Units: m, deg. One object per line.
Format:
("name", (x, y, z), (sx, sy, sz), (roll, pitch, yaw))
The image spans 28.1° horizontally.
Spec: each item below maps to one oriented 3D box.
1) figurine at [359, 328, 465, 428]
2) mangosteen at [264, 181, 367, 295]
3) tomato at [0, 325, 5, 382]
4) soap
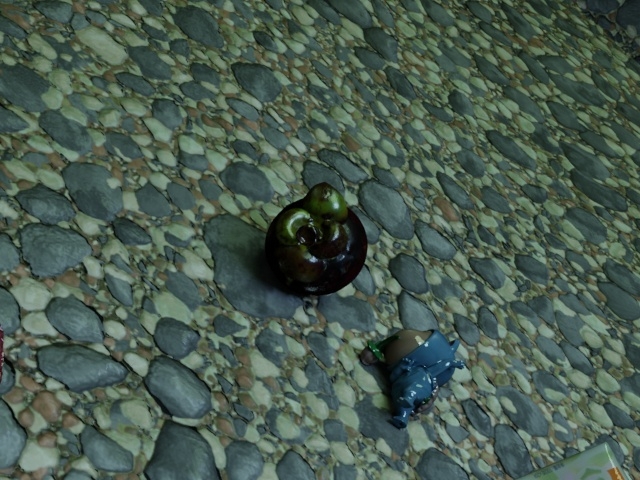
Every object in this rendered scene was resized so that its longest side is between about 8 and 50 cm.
("figurine", (0.136, 0.198, 1.992), (0.145, 0.114, 0.178), (32, 42, -5))
("mangosteen", (-0.002, -0.001, 2.025), (0.173, 0.184, 0.172), (10, 47, -11))
("tomato", (-0.466, 0.118, 1.544), (0.173, 0.099, 0.189), (-36, 116, -70))
("soap", (0.364, 0.417, 1.826), (0.200, 0.138, 0.182), (-21, 58, -7))
